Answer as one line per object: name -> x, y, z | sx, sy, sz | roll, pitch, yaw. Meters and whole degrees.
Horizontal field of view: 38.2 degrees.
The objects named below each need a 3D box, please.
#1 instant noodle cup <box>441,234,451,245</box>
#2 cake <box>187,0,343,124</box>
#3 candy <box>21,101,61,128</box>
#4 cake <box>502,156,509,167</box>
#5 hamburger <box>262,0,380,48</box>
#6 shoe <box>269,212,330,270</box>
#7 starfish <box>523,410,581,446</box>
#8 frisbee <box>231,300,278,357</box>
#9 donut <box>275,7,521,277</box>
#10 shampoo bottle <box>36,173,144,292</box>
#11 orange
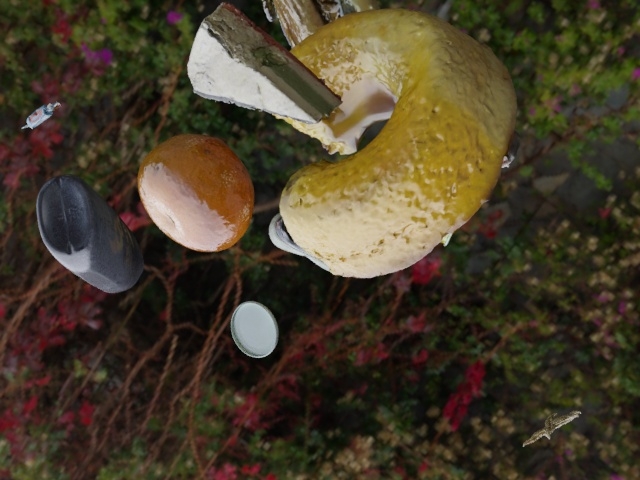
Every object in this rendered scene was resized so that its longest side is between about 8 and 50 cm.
instant noodle cup -> 0.249, -0.100, 2.100 | 0.153, 0.204, 0.205 | 17, -163, 4
cake -> -0.090, -0.217, 1.289 | 0.220, 0.116, 0.086 | 41, -134, 1
candy -> -0.457, -0.205, 1.514 | 0.030, 0.083, 0.020 | -23, -95, -59
cake -> 0.205, -0.137, 1.617 | 0.098, 0.287, 0.135 | 21, -114, -47
hamburger -> 0.005, -0.458, 1.901 | 0.276, 0.195, 0.318 | 61, 172, 8
shoe -> 0.000, 0.000, 1.929 | 0.228, 0.099, 0.112 | 19, 172, 2
starfish -> 0.310, 0.250, 1.244 | 0.016, 0.086, 0.092 | 61, -166, 1
frisbee -> -0.124, 0.169, 1.760 | 0.110, 0.110, 0.014 | 40, -153, 19
donut -> 0.084, -0.184, 1.373 | 0.163, 0.378, 0.435 | 32, -149, -42
shampoo bottle -> -0.211, 0.003, 0.880 | 0.233, 0.049, 0.087 | 87, 171, -78
orange -> -0.213, -0.086, 1.627 | 0.224, 0.224, 0.170 | 39, -117, 16
